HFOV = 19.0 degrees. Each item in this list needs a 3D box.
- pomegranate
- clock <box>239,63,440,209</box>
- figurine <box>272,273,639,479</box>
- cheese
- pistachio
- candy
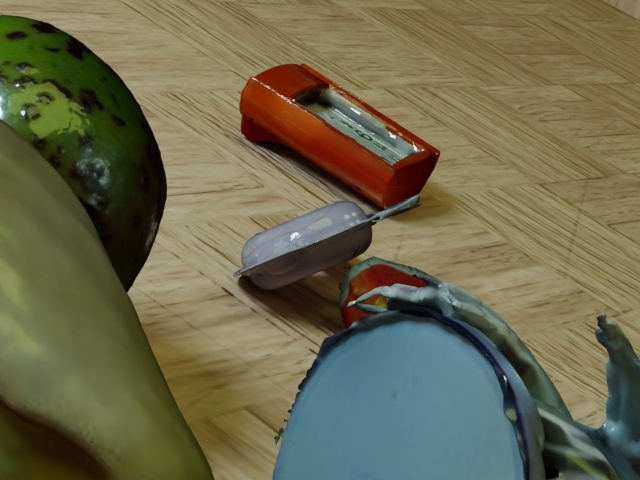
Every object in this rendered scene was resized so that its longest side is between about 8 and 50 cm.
[{"bbox_3d":[-0.196,-0.040,1.018,0.248,0.202,0.202,36,5,-45],"label":"pomegranate"},{"bbox_3d":[0.015,-0.083,1.602,0.155,0.061,0.113,32,21,15],"label":"clock"},{"bbox_3d":[0.180,0.118,1.008,0.388,0.248,0.276,12,4,-35],"label":"figurine"},{"bbox_3d":[0.000,0.000,1.334,0.042,0.105,0.191,69,22,1],"label":"cheese"},{"bbox_3d":[-0.156,0.063,0.843,0.288,0.166,0.197,61,0,13],"label":"pistachio"},{"bbox_3d":[0.072,0.075,1.247,0.086,0.059,0.292,14,22,-27],"label":"candy"}]
